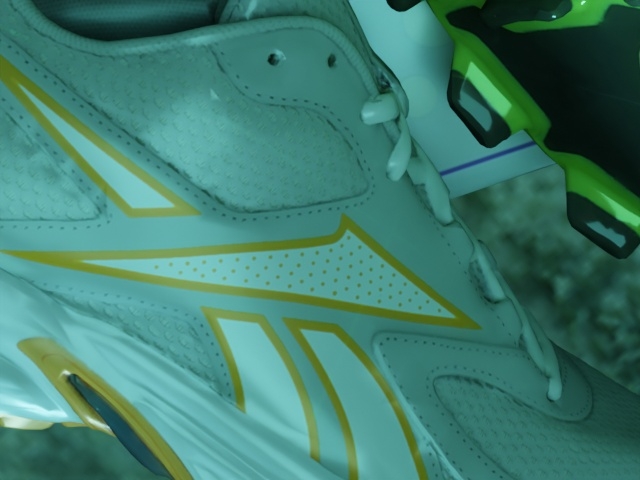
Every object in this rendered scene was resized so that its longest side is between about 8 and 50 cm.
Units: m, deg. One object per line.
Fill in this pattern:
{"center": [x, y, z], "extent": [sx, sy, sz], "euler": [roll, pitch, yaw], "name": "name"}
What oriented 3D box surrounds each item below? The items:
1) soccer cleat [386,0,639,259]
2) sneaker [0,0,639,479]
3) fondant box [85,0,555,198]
{"center": [0.116, -0.040, 0.367], "extent": [0.289, 0.093, 0.121], "euler": [47, 69, -16], "name": "soccer cleat"}
{"center": [0.000, 0.000, 0.351], "extent": [0.262, 0.099, 0.121], "euler": [25, 100, -15], "name": "sneaker"}
{"center": [-0.035, -0.118, 0.407], "extent": [0.330, 0.096, 0.238], "euler": [-19, 108, -1], "name": "fondant box"}
